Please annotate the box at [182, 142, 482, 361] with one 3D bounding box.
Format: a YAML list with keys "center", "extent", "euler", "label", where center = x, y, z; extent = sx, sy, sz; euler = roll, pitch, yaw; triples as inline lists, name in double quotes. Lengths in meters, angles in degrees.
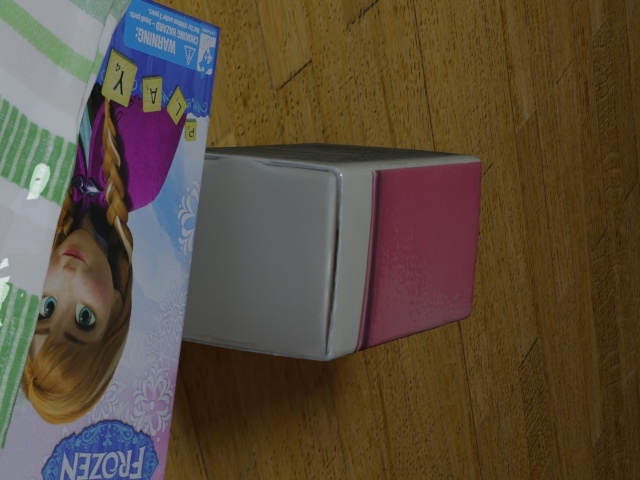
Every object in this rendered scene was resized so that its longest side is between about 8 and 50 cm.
- center: [0.000, 0.000, 1.103]
  extent: [0.232, 0.149, 0.126]
  euler: [-10, 104, -61]
  label: "box"

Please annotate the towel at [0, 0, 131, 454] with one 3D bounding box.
- center: [-0.189, -0.051, 0.717]
  extent: [0.248, 0.038, 0.324]
  euler: [39, 62, -55]
  label: "towel"

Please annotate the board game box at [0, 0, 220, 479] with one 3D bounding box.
- center: [-0.179, 0.005, 0.851]
  extent: [0.319, 0.066, 0.317]
  euler: [10, 87, -61]
  label: "board game box"
